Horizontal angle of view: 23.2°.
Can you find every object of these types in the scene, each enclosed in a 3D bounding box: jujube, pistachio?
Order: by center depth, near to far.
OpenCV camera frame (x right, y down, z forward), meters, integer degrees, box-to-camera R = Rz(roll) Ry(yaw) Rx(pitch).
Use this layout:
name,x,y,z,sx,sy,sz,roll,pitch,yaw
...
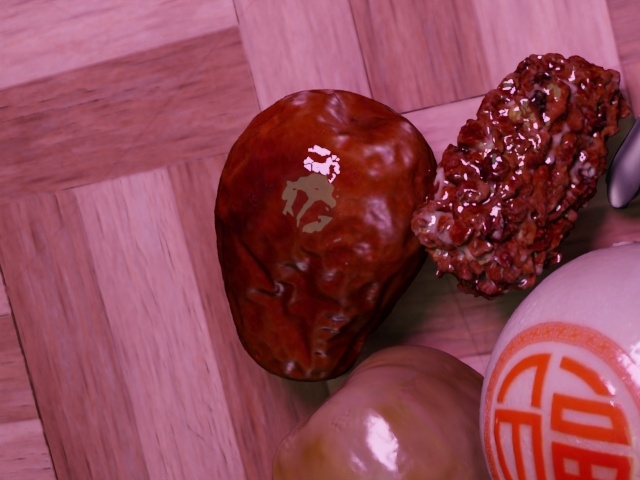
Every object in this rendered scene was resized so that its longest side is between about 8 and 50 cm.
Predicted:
name,x,y,z,sx,sy,sz,roll,pitch,yaw
jujube,0.000,0.000,1.322,0.190,0.190,0.255,21,117,20
pistachio,0.093,0.221,1.326,0.213,0.163,0.260,-36,82,-7

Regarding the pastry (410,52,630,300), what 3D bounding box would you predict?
name,x,y,z,sx,sy,sz,roll,pitch,yaw
pastry,0.159,-0.056,1.245,0.097,0.115,0.208,20,79,50

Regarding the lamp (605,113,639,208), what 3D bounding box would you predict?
name,x,y,z,sx,sy,sz,roll,pitch,yaw
lamp,0.348,-0.032,1.178,0.283,0.124,0.203,41,125,15

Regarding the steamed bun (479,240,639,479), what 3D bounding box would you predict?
name,x,y,z,sx,sy,sz,roll,pitch,yaw
steamed bun,0.234,0.142,1.190,0.283,0.177,0.282,8,100,49
